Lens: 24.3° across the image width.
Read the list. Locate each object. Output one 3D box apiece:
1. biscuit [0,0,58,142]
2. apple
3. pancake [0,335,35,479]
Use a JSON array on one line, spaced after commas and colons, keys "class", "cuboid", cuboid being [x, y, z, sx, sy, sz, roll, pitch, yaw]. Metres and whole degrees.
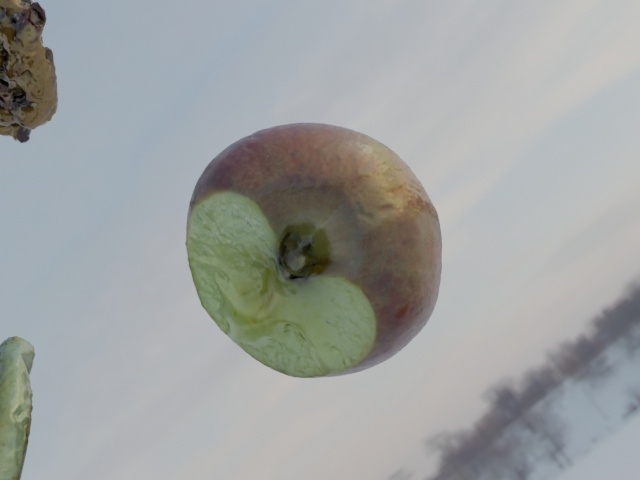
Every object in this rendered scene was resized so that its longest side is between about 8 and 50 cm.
[{"class": "biscuit", "cuboid": [-0.428, -0.272, 1.889, 0.081, 0.334, 0.289, -16, -53, -25]}, {"class": "apple", "cuboid": [0.000, 0.000, 1.065, 0.160, 0.195, 0.173, -51, -12, -24]}, {"class": "pancake", "cuboid": [-0.271, 0.195, 1.190, 0.037, 0.254, 0.253, 15, -34, -15]}]
